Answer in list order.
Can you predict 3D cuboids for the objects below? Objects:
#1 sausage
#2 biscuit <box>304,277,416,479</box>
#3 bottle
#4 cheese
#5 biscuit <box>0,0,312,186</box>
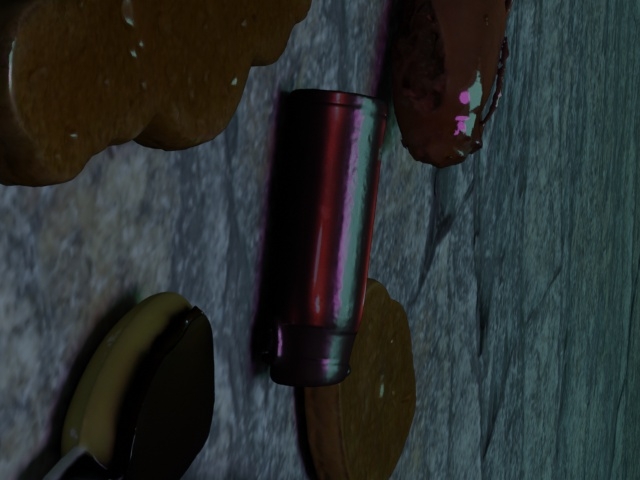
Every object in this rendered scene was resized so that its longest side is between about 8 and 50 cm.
[{"bbox_3d":[0.106,-0.194,1.126,0.087,0.079,0.326,54,42,-43],"label":"sausage"},{"bbox_3d":[0.026,0.099,1.045,0.221,0.029,0.141,40,56,-70],"label":"biscuit"},{"bbox_3d":[0.000,0.000,0.893,0.060,0.060,0.164,8,88,-72],"label":"bottle"},{"bbox_3d":[-0.089,0.090,0.670,0.162,0.036,0.086,-53,147,-59],"label":"cheese"},{"bbox_3d":[-0.069,-0.123,0.660,0.295,0.044,0.186,-19,117,-69],"label":"biscuit"}]
